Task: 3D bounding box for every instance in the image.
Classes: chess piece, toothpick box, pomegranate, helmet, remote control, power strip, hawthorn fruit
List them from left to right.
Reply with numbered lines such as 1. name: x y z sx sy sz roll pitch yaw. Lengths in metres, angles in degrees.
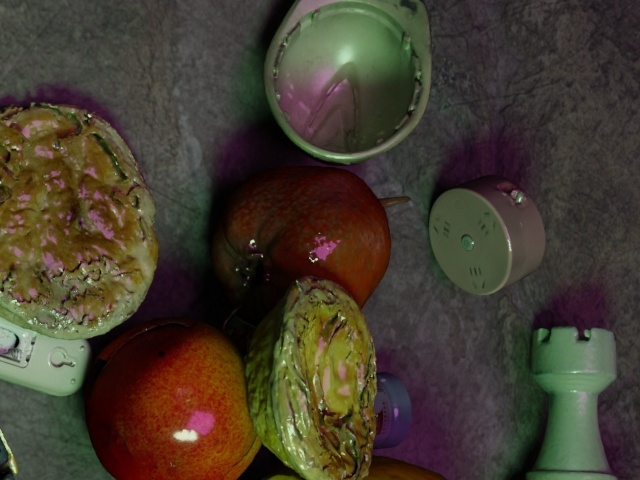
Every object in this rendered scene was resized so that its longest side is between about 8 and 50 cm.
1. remote control: -0.342 0.114 1.836 0.221 0.042 0.078 23 76 -37
2. pomegranate: -0.152 0.182 1.888 0.235 0.210 0.210 -35 114 -20
3. hawthorn fruit: 0.000 0.000 2.012 0.262 0.210 0.210 -25 108 -40
4. toothpick box: 0.027 0.219 2.108 0.153 0.101 0.101 -2 93 -39
5. helmet: 0.030 -0.190 2.074 0.204 0.137 0.257 17 68 0
6. power strip: 0.221 -0.009 2.225 0.078 0.154 0.154 -22 105 -38
7. chess piece: 0.352 0.274 2.339 0.195 0.195 0.299 12 76 -39

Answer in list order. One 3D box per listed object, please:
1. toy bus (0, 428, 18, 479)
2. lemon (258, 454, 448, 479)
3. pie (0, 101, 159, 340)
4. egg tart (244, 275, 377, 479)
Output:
1. toy bus: -0.469 0.279 1.685 0.335 0.123 0.121 -35 112 -34
2. lemon: 0.067 0.417 1.997 0.364 0.364 0.364 -2 93 -40
3. pie: -0.288 -0.024 1.854 0.274 0.055 0.274 9 75 -37
4. egg tart: -0.013 0.159 1.848 0.232 0.098 0.252 -35 113 -58
